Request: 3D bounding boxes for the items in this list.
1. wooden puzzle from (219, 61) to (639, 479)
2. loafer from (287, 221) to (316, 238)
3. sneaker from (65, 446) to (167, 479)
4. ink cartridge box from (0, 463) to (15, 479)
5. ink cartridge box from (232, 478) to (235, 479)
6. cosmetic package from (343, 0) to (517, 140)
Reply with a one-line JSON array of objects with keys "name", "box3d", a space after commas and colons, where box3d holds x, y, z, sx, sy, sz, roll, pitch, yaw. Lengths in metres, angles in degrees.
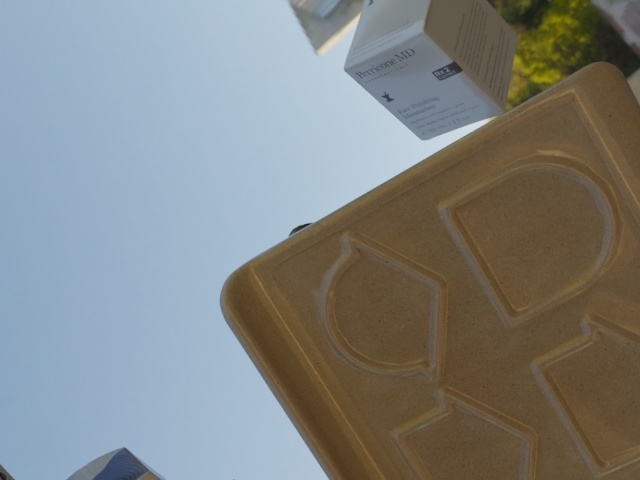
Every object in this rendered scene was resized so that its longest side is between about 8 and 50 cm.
[{"name": "wooden puzzle", "box3d": [0.145, 0.079, 0.661, 0.322, 0.348, 0.080, 58, -172, -10]}, {"name": "loafer", "box3d": [0.000, 0.000, 1.165, 0.050, 0.056, 0.148, 13, -170, 38]}, {"name": "sneaker", "box3d": [-0.334, 0.463, 1.184, 0.127, 0.315, 0.182, 22, 151, 56]}, {"name": "ink cartridge box", "box3d": [-0.628, 0.430, 1.409, 0.218, 0.092, 0.158, 55, -156, -19]}, {"name": "ink cartridge box", "box3d": [-0.063, 0.610, 1.387, 0.330, 0.071, 0.324, -150, 54, -66]}, {"name": "cosmetic package", "box3d": [0.159, -0.266, 1.164, 0.184, 0.151, 0.151, 35, -123, -32]}]
